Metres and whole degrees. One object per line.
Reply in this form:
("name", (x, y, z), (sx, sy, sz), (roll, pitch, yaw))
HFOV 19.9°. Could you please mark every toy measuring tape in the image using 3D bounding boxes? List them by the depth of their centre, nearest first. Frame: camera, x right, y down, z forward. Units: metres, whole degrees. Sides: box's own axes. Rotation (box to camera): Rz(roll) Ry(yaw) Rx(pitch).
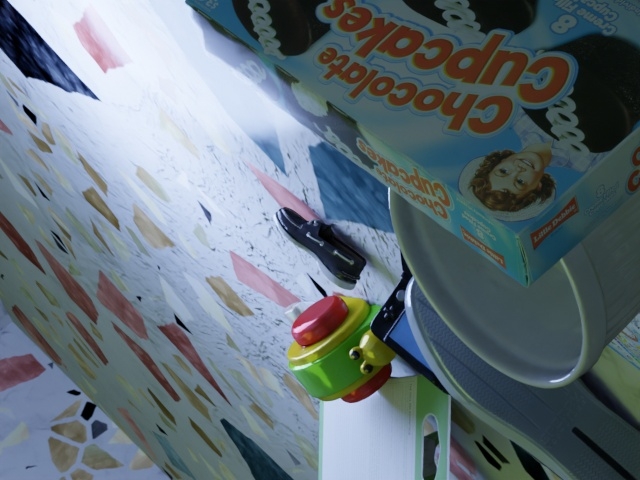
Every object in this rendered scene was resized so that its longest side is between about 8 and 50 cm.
("toy measuring tape", (-0.002, 0.121, 2.060), (0.121, 0.121, 0.330), (54, 163, -14))

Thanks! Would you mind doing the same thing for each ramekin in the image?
("ramekin", (0.158, -0.005, 1.345), (0.207, 0.109, 0.207), (41, 151, 29))

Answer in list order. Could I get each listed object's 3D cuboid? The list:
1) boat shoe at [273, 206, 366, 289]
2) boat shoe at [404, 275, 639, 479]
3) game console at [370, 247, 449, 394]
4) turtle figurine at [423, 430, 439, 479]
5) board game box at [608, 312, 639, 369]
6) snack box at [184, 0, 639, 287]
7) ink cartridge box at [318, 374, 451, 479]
("boat shoe", (0.000, 0.000, 1.925), (0.046, 0.038, 0.125), (3, -144, -51))
("boat shoe", (0.184, 0.142, 1.652), (0.302, 0.109, 0.094), (47, 165, -1))
("game console", (0.103, 0.072, 1.769), (0.122, 0.107, 0.071), (39, -171, 32))
("turtle figurine", (0.185, 0.352, 2.110), (0.266, 0.274, 0.198), (66, -169, 16))
("board game box", (0.252, 0.063, 1.440), (0.154, 0.026, 0.103), (39, 160, 31))
("snack box", (0.083, -0.123, 1.191), (0.322, 0.187, 0.060), (37, 159, 34))
("ink cartridge box", (0.085, 0.236, 2.026), (0.056, 0.171, 0.235), (10, 167, -37))
